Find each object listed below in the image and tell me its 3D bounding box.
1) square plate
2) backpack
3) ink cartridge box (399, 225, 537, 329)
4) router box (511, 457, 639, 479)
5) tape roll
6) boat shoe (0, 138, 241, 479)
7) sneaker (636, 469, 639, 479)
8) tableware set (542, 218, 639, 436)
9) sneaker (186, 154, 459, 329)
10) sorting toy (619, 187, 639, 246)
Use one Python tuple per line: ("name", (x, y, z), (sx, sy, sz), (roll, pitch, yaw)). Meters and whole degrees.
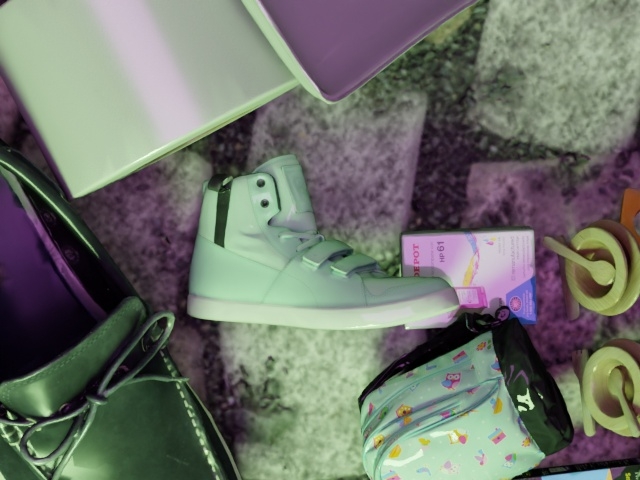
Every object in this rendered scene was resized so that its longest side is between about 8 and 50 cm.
("square plate", (-0.018, -0.305, 1.550), (0.049, 0.344, 0.347), (-34, 93, 42))
("backpack", (0.121, 0.161, 1.641), (0.182, 0.115, 0.152), (-24, 120, 11))
("ink cartridge box", (0.133, 0.034, 1.674), (0.122, 0.052, 0.089), (-3, 94, 3))
("router box", (0.245, 0.296, 1.694), (0.133, 0.046, 0.179), (-7, 94, 1))
("tape roll", (-0.146, -0.161, 1.570), (0.246, 0.246, 0.169), (-28, 93, 3))
("boat shoe", (-0.216, 0.108, 1.563), (0.186, 0.156, 0.500), (-36, 105, -19))
("sneaker", (0.351, 0.158, 1.648), (0.302, 0.108, 0.121), (-43, 76, -11))
("tableware set", (0.252, 0.078, 1.630), (0.039, 0.128, 0.194), (-5, 84, -37))
("sneaker", (-0.001, 0.000, 1.629), (0.255, 0.094, 0.151), (3, 93, 21))
("sorting toy", (0.438, -0.004, 1.626), (0.347, 0.047, 0.196), (-2, 68, 1))
